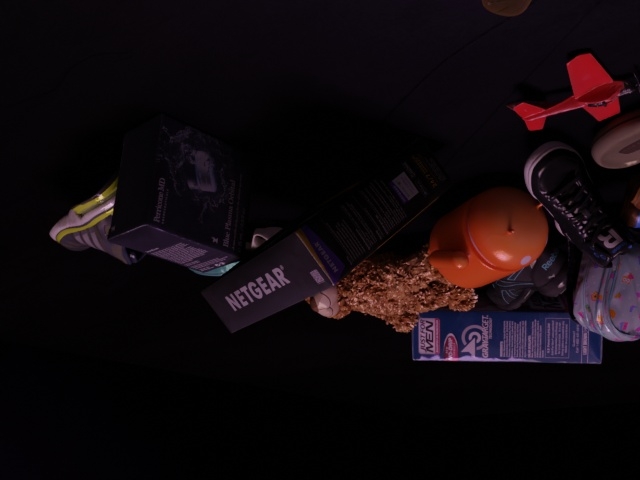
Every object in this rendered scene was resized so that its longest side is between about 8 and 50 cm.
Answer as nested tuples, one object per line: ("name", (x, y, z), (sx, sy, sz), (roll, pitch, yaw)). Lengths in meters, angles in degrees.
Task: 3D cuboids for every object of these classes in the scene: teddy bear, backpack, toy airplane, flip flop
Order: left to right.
("teddy bear", (0.108, 0.082, 1.405), (0.338, 0.113, 0.245), (6, 151, 11))
("toy airplane", (0.280, -0.156, 0.880), (0.151, 0.028, 0.151), (2, 161, 1))
("backpack", (0.453, 0.060, 1.208), (0.152, 0.182, 0.115), (13, -178, -15))
("flip flop", (0.409, -0.124, 0.870), (0.112, 0.080, 0.277), (12, 159, -23))

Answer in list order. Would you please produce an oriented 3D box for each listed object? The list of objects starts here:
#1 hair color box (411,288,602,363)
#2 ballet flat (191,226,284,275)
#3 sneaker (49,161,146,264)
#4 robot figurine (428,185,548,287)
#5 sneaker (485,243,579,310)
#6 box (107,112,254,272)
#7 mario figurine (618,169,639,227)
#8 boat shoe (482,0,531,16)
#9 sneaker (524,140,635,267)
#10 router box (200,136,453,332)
("hair color box", (0.355, 0.162, 1.548), (0.347, 0.105, 0.174), (-1, -170, 9))
("ballet flat", (-0.118, 0.008, 1.356), (0.247, 0.083, 0.087), (-1, 136, 13))
("sneaker", (-0.309, -0.015, 1.162), (0.121, 0.111, 0.300), (49, 156, -11))
("robot figurine", (0.244, -0.002, 1.167), (0.158, 0.128, 0.219), (10, 159, -20))
("sneaker", (0.346, 0.047, 1.383), (0.106, 0.101, 0.267), (33, 161, -4))
("box", (-0.179, -0.057, 1.041), (0.158, 0.156, 0.093), (22, 153, -41))
("mario figurine", (0.564, -0.041, 1.016), (0.321, 0.170, 0.198), (21, -161, 10))
("boat shoe", (0.174, -0.247, 0.636), (0.056, 0.048, 0.153), (17, 153, -1))
("sneaker", (0.346, -0.038, 1.021), (0.079, 0.121, 0.217), (-43, 139, 7))
("router box", (0.000, 0.000, 1.075), (0.081, 0.243, 0.309), (54, 147, -4))
